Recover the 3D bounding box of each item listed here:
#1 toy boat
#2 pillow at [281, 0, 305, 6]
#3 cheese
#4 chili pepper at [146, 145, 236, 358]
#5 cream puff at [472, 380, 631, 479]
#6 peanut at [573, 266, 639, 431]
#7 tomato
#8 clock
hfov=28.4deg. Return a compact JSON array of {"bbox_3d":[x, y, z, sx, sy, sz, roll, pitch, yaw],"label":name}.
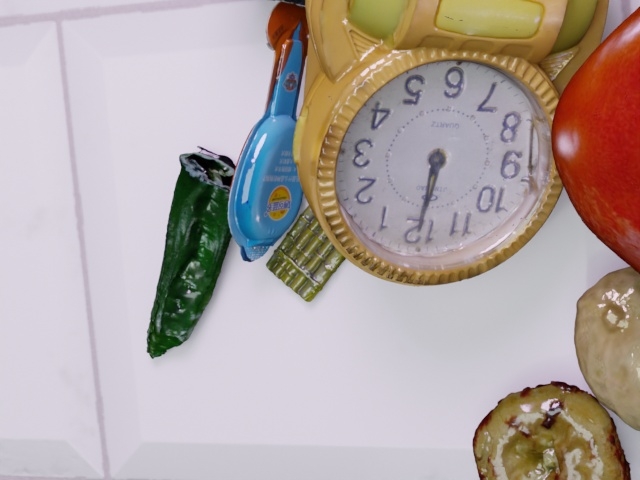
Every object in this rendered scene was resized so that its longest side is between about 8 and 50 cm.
[{"bbox_3d":[0.000,0.000,1.237,0.063,0.016,0.115,40,108,8],"label":"toy boat"},{"bbox_3d":[-0.011,-0.271,1.121,0.208,0.055,0.141,8,102,-28],"label":"pillow"},{"bbox_3d":[-0.041,-0.103,1.193,0.037,0.106,0.256,16,101,33],"label":"cheese"},{"bbox_3d":[-0.138,0.023,1.273,0.088,0.059,0.227,41,119,38],"label":"chili pepper"},{"bbox_3d":[0.215,0.198,1.161,0.149,0.084,0.149,2,96,17],"label":"cream puff"},{"bbox_3d":[0.294,0.094,1.102,0.159,0.109,0.141,34,92,6],"label":"peanut"},{"bbox_3d":[0.347,-0.096,0.944,0.293,0.290,0.325,37,103,-6],"label":"tomato"},{"bbox_3d":[0.097,-0.126,1.076,0.244,0.200,0.317,4,111,-12],"label":"clock"}]
